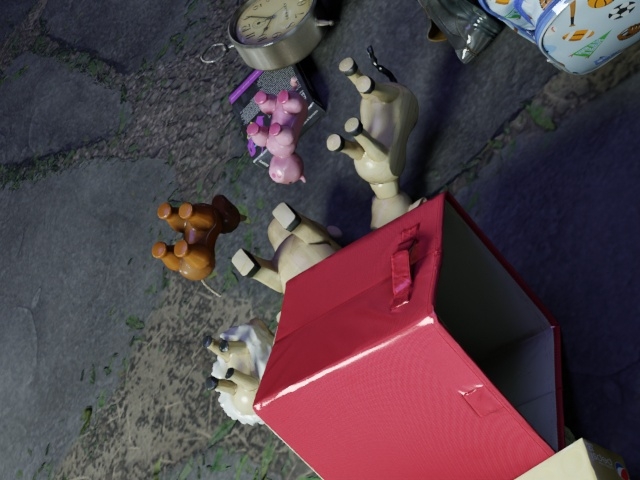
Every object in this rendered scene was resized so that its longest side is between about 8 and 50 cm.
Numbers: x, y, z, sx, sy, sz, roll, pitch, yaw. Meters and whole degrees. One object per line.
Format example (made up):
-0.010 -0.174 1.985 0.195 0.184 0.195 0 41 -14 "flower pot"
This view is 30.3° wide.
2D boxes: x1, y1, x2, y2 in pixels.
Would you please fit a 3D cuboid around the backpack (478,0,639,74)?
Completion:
0.243 -0.296 1.118 0.276 0.263 0.213 -41 58 23 "backpack"

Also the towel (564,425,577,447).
0.207 0.238 1.002 0.110 0.027 0.148 -51 38 13 "towel"

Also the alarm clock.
-0.072 -0.276 1.570 0.192 0.064 0.129 -19 45 11 "alarm clock"

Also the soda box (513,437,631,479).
0.171 0.237 0.973 0.181 0.058 0.061 -40 42 28 "soda box"

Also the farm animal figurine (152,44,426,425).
0.000 0.000 1.293 0.330 0.172 0.327 -33 57 20 "farm animal figurine"

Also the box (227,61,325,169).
-0.061 -0.183 1.576 0.116 0.029 0.162 -43 39 19 "box"

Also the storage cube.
0.084 0.112 1.044 0.193 0.215 0.184 -29 26 27 "storage cube"

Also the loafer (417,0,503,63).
0.141 -0.261 1.376 0.061 0.062 0.170 -57 36 12 "loafer"
